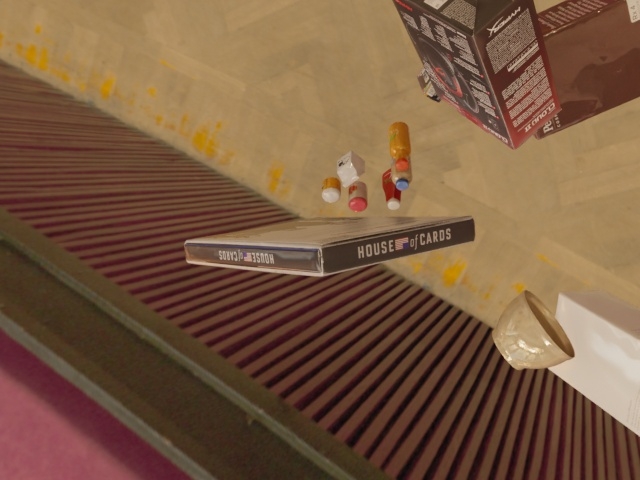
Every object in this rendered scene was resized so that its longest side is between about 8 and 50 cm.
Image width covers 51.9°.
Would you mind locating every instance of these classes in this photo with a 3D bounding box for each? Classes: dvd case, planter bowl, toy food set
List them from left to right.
[{"bbox_3d":[0.000,0.000,0.640,0.239,0.179,0.029,3,101,53],"label":"dvd case"},{"bbox_3d":[0.101,-0.113,1.274,0.232,0.111,0.104,-33,38,33],"label":"toy food set"},{"bbox_3d":[0.421,0.195,1.339,0.109,0.162,0.162,-39,81,23],"label":"planter bowl"}]

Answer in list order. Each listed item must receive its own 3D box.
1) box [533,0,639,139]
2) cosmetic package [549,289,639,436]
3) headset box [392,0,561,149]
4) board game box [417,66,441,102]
[{"bbox_3d":[0.531,-0.360,1.203,0.381,0.143,0.191,-23,118,11],"label":"box"},{"bbox_3d":[0.711,0.280,1.520,0.156,0.385,0.217,-2,110,-19],"label":"cosmetic package"},{"bbox_3d":[0.254,-0.296,1.060,0.110,0.293,0.218,-41,48,1],"label":"headset box"},{"bbox_3d":[0.299,-0.428,1.556,0.048,0.141,0.170,25,119,-13],"label":"board game box"}]
